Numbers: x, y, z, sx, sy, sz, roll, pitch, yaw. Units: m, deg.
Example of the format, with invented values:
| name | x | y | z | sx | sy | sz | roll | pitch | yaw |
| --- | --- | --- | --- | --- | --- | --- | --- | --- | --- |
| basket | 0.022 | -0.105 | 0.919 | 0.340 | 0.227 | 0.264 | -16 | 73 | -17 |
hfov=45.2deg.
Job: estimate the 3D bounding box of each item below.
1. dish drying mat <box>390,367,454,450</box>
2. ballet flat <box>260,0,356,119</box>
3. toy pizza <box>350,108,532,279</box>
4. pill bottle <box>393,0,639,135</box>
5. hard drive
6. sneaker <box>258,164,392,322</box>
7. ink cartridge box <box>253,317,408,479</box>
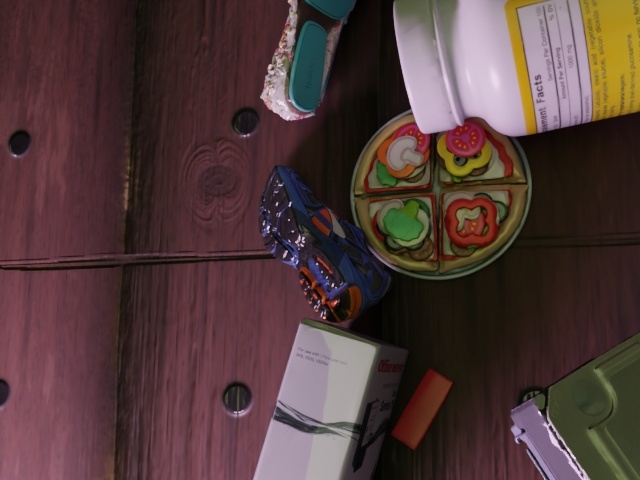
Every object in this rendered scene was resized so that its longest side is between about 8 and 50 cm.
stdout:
| name | x | y | z | sx | sy | sz | roll | pitch | yaw |
| --- | --- | --- | --- | --- | --- | --- | --- | --- | --- |
| dish drying mat | 0.109 | 0.179 | 0.818 | 0.032 | 0.008 | 0.083 | 30 | 91 | 21 |
| ballet flat | -0.016 | -0.255 | 0.904 | 0.077 | 0.091 | 0.241 | 9 | 76 | 52 |
| toy pizza | 0.127 | -0.057 | 0.842 | 0.201 | 0.032 | 0.201 | -3 | 79 | 17 |
| pill bottle | 0.249 | -0.208 | 0.749 | 0.333 | 0.188 | 0.188 | -10 | 77 | 16 |
| hard drive | 0.345 | 0.161 | 0.619 | 0.339 | 0.064 | 0.237 | -22 | 69 | -24 |
| sneaker | 0.000 | 0.000 | 0.855 | 0.221 | 0.087 | 0.083 | 58 | 135 | 31 |
| ink cartridge box | 0.010 | 0.192 | 0.770 | 0.086 | 0.153 | 0.208 | 15 | 86 | 19 |
